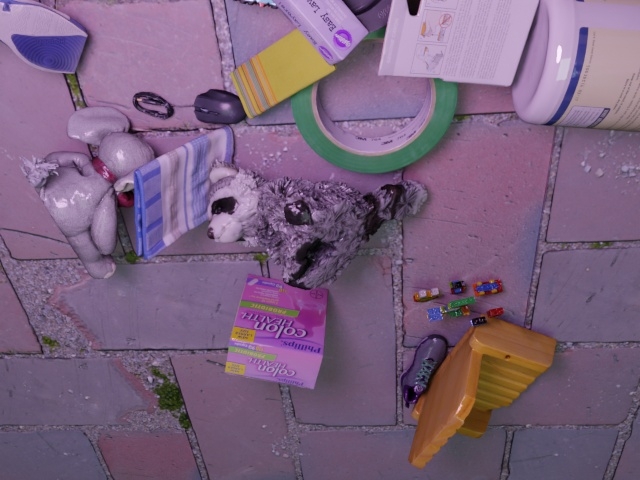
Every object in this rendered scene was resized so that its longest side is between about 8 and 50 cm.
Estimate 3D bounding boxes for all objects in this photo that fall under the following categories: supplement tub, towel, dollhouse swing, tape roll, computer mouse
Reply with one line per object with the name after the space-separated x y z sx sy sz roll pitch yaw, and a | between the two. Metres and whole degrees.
0.526 -0.310 1.008 0.325 0.235 0.235 4 125 1 | supplement tub
-0.272 -0.103 1.192 0.034 0.285 0.209 23 126 20 | towel
0.414 0.424 1.466 0.316 0.304 0.346 20 126 -9 | dollhouse swing
0.103 -0.291 1.147 0.322 0.077 0.321 2 125 3 | tape roll
-0.074 -0.321 1.102 0.237 0.021 0.102 -18 97 39 | towel
-0.273 -0.277 1.205 0.242 0.041 0.071 3 125 3 | computer mouse

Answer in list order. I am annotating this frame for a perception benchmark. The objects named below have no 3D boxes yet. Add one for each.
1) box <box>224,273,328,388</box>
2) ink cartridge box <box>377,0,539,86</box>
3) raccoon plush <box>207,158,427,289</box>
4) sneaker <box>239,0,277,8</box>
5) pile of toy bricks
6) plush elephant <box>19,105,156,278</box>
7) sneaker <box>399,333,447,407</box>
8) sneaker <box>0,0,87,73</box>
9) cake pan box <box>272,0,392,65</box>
-0.101 0.215 1.408 0.214 0.242 0.117 12 125 -3 | box
0.236 -0.415 0.961 0.261 0.066 0.296 1 124 -14 | ink cartridge box
-0.029 -0.069 1.249 0.447 0.299 0.216 -14 129 -42 | raccoon plush
-0.042 -0.469 1.020 0.262 0.104 0.125 7 120 -4 | sneaker
0.343 0.163 1.440 0.213 0.117 0.105 -9 163 -2 | pile of toy bricks
-0.449 -0.126 1.220 0.256 0.271 0.330 -30 162 -18 | plush elephant
0.284 0.356 1.564 0.083 0.098 0.223 16 124 -7 | sneaker
-0.598 -0.443 1.067 0.316 0.182 0.127 11 132 -40 | sneaker
0.026 -0.467 0.960 0.246 0.070 0.267 -46 109 -4 | cake pan box
